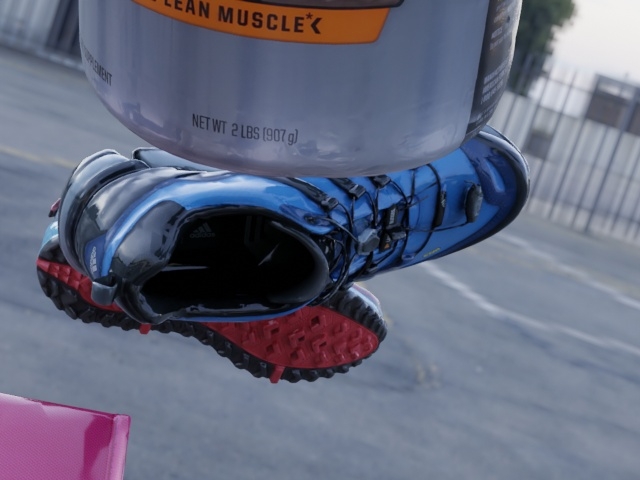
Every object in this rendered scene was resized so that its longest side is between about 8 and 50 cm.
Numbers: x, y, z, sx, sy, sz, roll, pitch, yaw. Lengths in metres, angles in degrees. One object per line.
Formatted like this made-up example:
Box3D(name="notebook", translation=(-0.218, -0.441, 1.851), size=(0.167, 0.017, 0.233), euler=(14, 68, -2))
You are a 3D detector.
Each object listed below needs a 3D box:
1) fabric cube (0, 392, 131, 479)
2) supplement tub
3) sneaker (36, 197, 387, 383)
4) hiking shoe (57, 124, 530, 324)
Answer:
Box3D(name="fabric cube", translation=(-0.242, 0.218, 0.693), size=(0.258, 0.254, 0.259), euler=(11, 25, -8))
Box3D(name="supplement tub", translation=(0.000, -0.213, 0.653), size=(0.207, 0.338, 0.207), euler=(4, 33, -2))
Box3D(name="sneaker", translation=(-0.070, 0.012, 1.127), size=(0.262, 0.104, 0.125), euler=(19, 38, -15))
Box3D(name="hiking shoe", translation=(0.000, 0.000, 0.933), size=(0.304, 0.113, 0.132), euler=(-10, 30, -18))
